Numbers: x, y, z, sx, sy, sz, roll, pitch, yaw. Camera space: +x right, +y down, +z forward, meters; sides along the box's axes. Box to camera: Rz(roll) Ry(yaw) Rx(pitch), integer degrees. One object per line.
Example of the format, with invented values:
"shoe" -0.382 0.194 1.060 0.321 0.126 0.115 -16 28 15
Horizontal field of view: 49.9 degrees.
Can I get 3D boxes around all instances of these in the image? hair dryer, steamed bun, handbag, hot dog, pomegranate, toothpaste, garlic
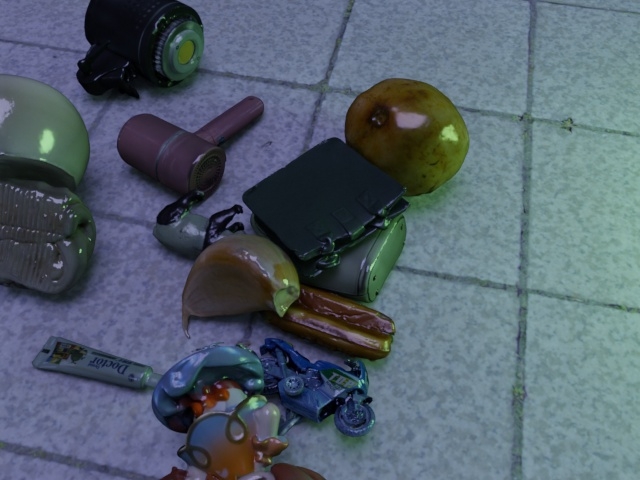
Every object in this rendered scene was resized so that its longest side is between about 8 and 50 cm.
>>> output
"hair dryer" -0.258 -0.243 1.542 0.210 0.125 0.352 28 47 21
"steamed bun" -0.619 -0.198 1.353 0.324 0.324 0.207 -6 73 -5
"handbag" 0.000 0.000 1.382 0.315 0.109 0.241 14 51 26
"hot dog" 0.011 0.142 1.258 0.268 0.072 0.115 20 55 17
"pomegranate" 0.182 -0.217 1.435 0.260 0.260 0.261 0 52 0
"handbag" 0.008 -0.070 1.322 0.247 0.079 0.260 -33 45 -13
"steamed bun" -0.534 -0.009 1.324 0.217 0.144 0.211 8 95 4
"toothpaste" -0.387 0.224 1.216 0.255 0.037 0.067 12 53 13
"garlic" -0.153 0.076 1.246 0.244 0.145 0.164 -17 66 28

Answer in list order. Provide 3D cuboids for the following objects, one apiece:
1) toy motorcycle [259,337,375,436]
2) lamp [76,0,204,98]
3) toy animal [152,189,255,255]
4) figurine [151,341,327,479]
"toy motorcycle" -0.007 0.241 1.174 0.254 0.092 0.135 19 45 25
"lamp" -0.413 -0.509 1.667 0.272 0.205 0.374 10 70 13
"toy animal" -0.227 -0.021 1.368 0.225 0.094 0.121 18 56 11
"figurine" -0.090 0.367 0.984 0.276 0.248 0.388 -41 45 3
